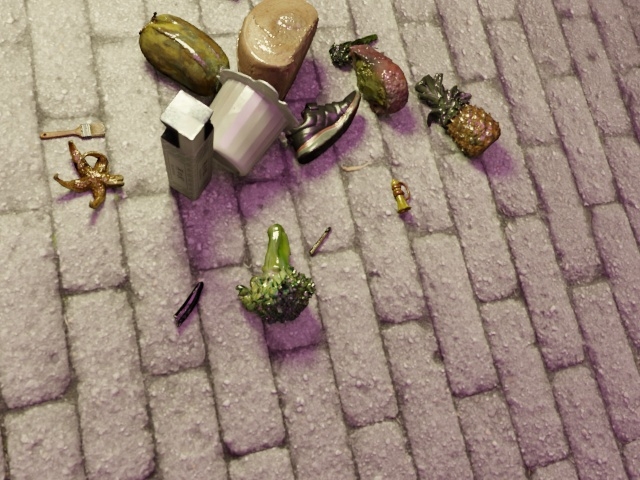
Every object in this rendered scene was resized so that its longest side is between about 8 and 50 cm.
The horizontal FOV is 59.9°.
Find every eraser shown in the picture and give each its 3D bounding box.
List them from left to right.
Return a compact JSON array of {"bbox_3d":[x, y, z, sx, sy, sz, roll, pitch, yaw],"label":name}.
[{"bbox_3d":[-0.329,-0.221,1.394,0.096,0.404,0.098,32,71,-3],"label":"eraser"}]

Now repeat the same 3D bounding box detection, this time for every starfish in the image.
[{"bbox_3d":[-0.627,-0.177,1.483,0.146,0.074,0.190,-40,87,-22],"label":"starfish"}]

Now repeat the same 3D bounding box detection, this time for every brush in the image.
[{"bbox_3d":[-0.685,-0.299,1.535,0.169,0.014,0.043,-10,76,-16],"label":"brush"}]

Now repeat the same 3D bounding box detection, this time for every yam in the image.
[{"bbox_3d":[0.000,0.000,1.626,0.014,0.014,0.107,38,69,-2],"label":"yam"}]

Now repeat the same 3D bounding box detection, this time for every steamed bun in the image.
[{"bbox_3d":[-0.149,-0.551,1.615,0.199,0.251,0.301,26,61,-5],"label":"steamed bun"}]

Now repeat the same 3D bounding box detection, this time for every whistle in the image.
[{"bbox_3d":[0.253,-0.142,1.716,0.057,0.046,0.109,-11,71,-2],"label":"whistle"}]

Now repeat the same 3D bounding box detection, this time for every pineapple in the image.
[{"bbox_3d":[0.431,-0.408,1.792,0.170,0.141,0.310,-42,80,4],"label":"pineapple"}]

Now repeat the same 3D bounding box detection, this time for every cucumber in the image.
[{"bbox_3d":[-0.348,0.168,1.480,0.034,0.033,0.135,37,70,-5],"label":"cucumber"}]

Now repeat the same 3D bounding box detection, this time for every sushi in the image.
[{"bbox_3d":[0.183,-0.505,1.715,0.107,0.161,0.241,-26,102,-22],"label":"sushi"}]

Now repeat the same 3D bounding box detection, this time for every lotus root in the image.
[{"bbox_3d":[-0.383,-0.532,1.603,0.274,0.160,0.152,38,45,-3],"label":"lotus root"}]

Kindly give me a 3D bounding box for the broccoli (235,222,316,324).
[{"bbox_3d":[-0.135,0.105,1.522,0.198,0.177,0.275,-37,53,12],"label":"broccoli"}]

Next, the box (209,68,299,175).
[{"bbox_3d":[-0.212,-0.301,1.497,0.262,0.291,0.206,35,82,-18],"label":"box"}]

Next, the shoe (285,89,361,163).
[{"bbox_3d":[0.004,-0.361,1.682,0.137,0.114,0.291,44,73,6],"label":"shoe"}]

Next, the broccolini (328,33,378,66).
[{"bbox_3d":[0.110,-0.640,1.806,0.091,0.068,0.202,34,64,28],"label":"broccolini"}]
